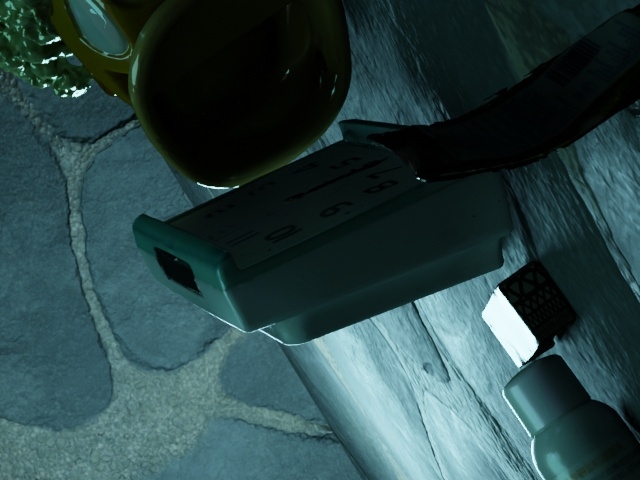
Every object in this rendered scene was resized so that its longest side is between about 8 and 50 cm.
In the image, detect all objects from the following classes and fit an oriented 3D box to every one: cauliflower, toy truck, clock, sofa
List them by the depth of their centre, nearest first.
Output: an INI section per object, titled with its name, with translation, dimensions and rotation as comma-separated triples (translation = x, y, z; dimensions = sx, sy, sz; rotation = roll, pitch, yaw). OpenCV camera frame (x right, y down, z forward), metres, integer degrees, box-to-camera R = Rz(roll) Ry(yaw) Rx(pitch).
[clock]
translation = 0.000, 0.000, 1.276
dimensions = 0.116, 0.231, 0.262
rotation = 69, 164, -13
[sofa]
translation = 0.163, 0.060, 1.300
dimensions = 0.060, 0.039, 0.118
rotation = 57, 172, 12
[toy truck]
translation = -0.113, -0.202, 1.367
dimensions = 0.211, 0.204, 0.288
rotation = 48, 169, 39
[cauliflower]
translation = -0.249, -0.261, 1.756
dimensions = 0.281, 0.260, 0.327
rotation = 62, -168, -3

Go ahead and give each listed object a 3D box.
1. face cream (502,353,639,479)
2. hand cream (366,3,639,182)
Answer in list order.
[face cream]
translation = 0.237, 0.209, 1.277
dimensions = 0.269, 0.082, 0.082
rotation = 57, 172, 12
[hand cream]
translation = 0.104, -0.067, 0.747
dimensions = 0.062, 0.163, 0.039
rotation = 47, 161, 53
